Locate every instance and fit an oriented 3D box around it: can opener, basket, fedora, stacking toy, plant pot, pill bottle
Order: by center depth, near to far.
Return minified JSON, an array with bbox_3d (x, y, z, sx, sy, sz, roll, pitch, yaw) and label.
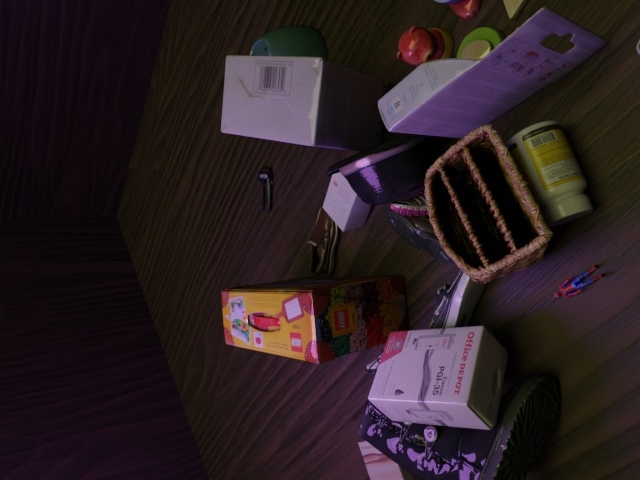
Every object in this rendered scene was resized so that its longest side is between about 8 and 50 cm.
[{"bbox_3d":[0.499,-0.142,1.019,0.119,0.119,0.209,-32,69,47],"label":"pill bottle"},{"bbox_3d":[0.354,-0.068,1.061,0.213,0.223,0.299,-24,70,16],"label":"basket"},{"bbox_3d":[0.341,-0.554,1.162,0.279,0.130,0.309,45,126,39],"label":"stacking toy"},{"bbox_3d":[0.182,-0.188,1.291,0.334,0.334,0.153,-16,98,50],"label":"fedora"},{"bbox_3d":[-0.141,-0.636,1.686,0.290,0.195,0.291,7,99,49],"label":"plant pot"},{"bbox_3d":[-0.225,-0.215,1.949,0.059,0.073,0.186,-3,95,12],"label":"can opener"}]

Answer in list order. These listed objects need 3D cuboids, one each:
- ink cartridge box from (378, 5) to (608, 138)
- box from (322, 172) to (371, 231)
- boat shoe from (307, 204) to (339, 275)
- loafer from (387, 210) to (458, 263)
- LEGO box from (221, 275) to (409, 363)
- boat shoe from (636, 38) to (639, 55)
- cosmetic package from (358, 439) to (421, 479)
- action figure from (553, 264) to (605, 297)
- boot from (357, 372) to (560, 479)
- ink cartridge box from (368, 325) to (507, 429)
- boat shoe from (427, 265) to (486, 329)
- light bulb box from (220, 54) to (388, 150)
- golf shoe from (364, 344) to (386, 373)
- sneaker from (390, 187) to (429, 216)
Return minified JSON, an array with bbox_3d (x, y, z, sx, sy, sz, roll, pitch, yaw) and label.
[{"bbox_3d":[0.361,-0.361,1.016,0.385,0.308,0.091,-33,69,46],"label":"ink cartridge box"},{"bbox_3d":[0.094,-0.139,1.506,0.130,0.091,0.171,52,141,32],"label":"box"},{"bbox_3d":[0.005,0.001,1.647,0.095,0.095,0.258,7,99,50],"label":"boat shoe"},{"bbox_3d":[0.300,-0.024,1.320,0.267,0.084,0.096,40,155,45],"label":"loafer"},{"bbox_3d":[-0.030,0.228,1.496,0.500,0.372,0.193,-6,89,51],"label":"LEGO box"},{"bbox_3d":[0.678,-0.415,0.799,0.267,0.088,0.096,-38,64,46],"label":"boat shoe"},{"bbox_3d":[0.247,0.723,1.397,0.153,0.129,0.296,-40,63,45],"label":"cosmetic package"},{"bbox_3d":[0.565,0.096,1.034,0.115,0.030,0.038,-50,62,43],"label":"action figure"},{"bbox_3d":[0.328,0.440,1.207,0.367,0.146,0.445,-55,27,-14],"label":"boot"},{"bbox_3d":[0.281,0.325,1.136,0.283,0.117,0.207,-17,37,45],"label":"ink cartridge box"},{"bbox_3d":[0.353,0.160,1.244,0.102,0.108,0.301,36,128,41],"label":"boat shoe"},{"bbox_3d":[-0.042,-0.401,1.403,0.357,0.361,0.226,16,106,33],"label":"light bulb box"},{"bbox_3d":[0.214,0.371,1.463,0.198,0.077,0.094,-30,49,49],"label":"golf shoe"},{"bbox_3d":[0.278,-0.111,1.288,0.170,0.063,0.075,-1,76,7],"label":"sneaker"}]
